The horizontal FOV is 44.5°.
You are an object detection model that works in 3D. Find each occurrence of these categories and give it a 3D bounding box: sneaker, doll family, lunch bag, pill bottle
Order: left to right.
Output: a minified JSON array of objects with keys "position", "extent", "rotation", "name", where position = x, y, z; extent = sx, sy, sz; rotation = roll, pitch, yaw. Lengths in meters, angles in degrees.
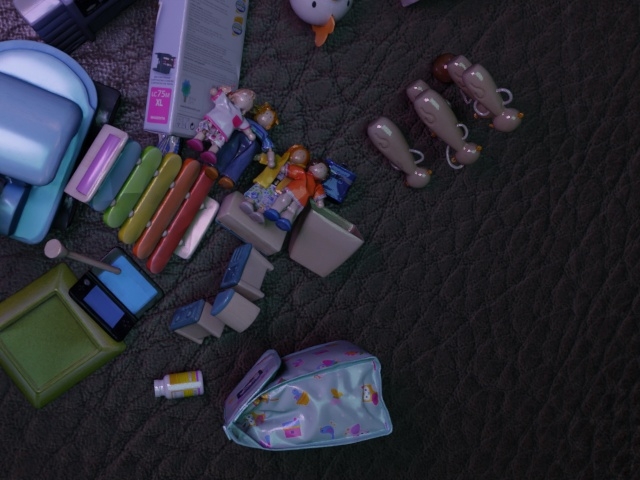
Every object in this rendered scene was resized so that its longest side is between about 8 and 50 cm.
[{"position":[-0.257,-0.200,1.319],"extent":[0.058,0.052,0.135],"rotation":[11,89,-4],"name":"sneaker"},{"position":[-0.247,0.253,1.367],"extent":[0.083,0.043,0.043],"rotation":[-6,96,-11],"name":"pill bottle"},{"position":[-0.102,-0.140,1.291],"extent":[0.263,0.118,0.163],"rotation":[43,66,-16],"name":"doll family"},{"position":[-0.038,0.266,1.321],"extent":[0.262,0.223,0.160],"rotation":[-11,92,-9],"name":"lunch bag"},{"position":[0.022,-0.106,1.361],"extent":[0.067,0.098,0.065],"rotation":[29,86,-8],"name":"lunch bag"}]

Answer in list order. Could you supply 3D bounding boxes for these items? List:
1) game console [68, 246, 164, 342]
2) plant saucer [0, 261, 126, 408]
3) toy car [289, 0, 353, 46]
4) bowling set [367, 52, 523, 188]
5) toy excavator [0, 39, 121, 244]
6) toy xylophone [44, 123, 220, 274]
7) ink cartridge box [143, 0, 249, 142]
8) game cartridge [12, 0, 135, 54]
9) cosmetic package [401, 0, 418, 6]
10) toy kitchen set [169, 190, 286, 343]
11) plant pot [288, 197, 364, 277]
[{"position":[-0.342,0.090,1.320],"extent":[0.071,0.107,0.122],"rotation":[-37,102,23],"name":"game console"},{"position":[-0.457,0.165,1.314],"extent":[0.188,0.045,0.188],"rotation":[-35,101,-6],"name":"plant saucer"},{"position":[0.009,-0.440,1.287],"extent":[0.219,0.210,0.238],"rotation":[-11,110,-20],"name":"toy car"},{"position":[0.243,-0.231,1.362],"extent":[0.154,0.287,0.200],"rotation":[48,51,-18],"name":"bowling set"},{"position":[-0.462,-0.080,1.085],"extent":[0.222,0.445,0.433],"rotation":[22,90,-12],"name":"toy excavator"},{"position":[-0.291,-0.047,1.229],"extent":[0.081,0.322,0.236],"rotation":[27,92,25],"name":"toy xylophone"},{"position":[-0.192,-0.317,1.257],"extent":[0.065,0.186,0.311],"rotation":[12,95,23],"name":"ink cartridge box"},{"position":[-0.290,-0.421,1.197],"extent":[0.355,0.230,0.068],"rotation":[-39,100,-5],"name":"game cartridge"},{"position":[0.269,-0.527,1.347],"extent":[0.296,0.153,0.129],"rotation":[-25,101,-10],"name":"cosmetic package"},{"position":[-0.178,0.050,1.343],"extent":[0.122,0.166,0.207],"rotation":[38,51,-28],"name":"toy kitchen set"},{"position":[0.000,0.000,1.368],"extent":[0.109,0.109,0.096],"rotation":[31,100,-13],"name":"plant pot"}]
